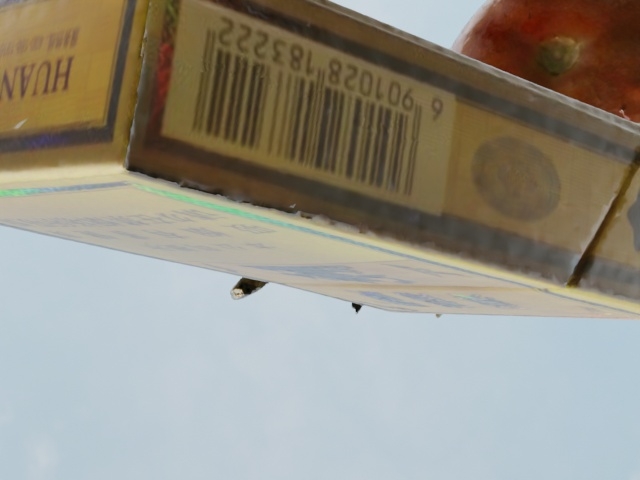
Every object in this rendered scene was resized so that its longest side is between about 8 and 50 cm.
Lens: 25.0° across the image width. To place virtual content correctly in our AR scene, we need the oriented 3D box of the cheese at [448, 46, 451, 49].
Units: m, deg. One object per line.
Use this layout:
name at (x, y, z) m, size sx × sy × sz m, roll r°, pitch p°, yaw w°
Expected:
cheese at (0.244, -0.152, 1.576) m, size 0.251 × 0.248 × 0.173 m, roll 4°, pitch -99°, yaw -8°

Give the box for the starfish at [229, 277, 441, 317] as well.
starfish at (-0.003, 0.007, 1.195) m, size 0.213 × 0.057 × 0.238 m, roll 19°, pitch -159°, yaw -12°

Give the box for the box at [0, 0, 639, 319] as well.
box at (-0.005, -0.029, 0.600) m, size 0.193 × 0.302 × 0.084 m, roll 0°, pitch -101°, yaw 49°

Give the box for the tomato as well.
tomato at (0.200, -0.110, 1.144) m, size 0.208 × 0.184 × 0.208 m, roll -5°, pitch -110°, yaw 15°
